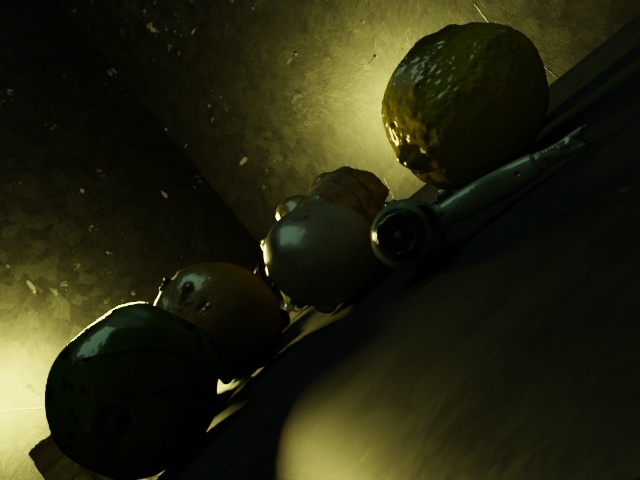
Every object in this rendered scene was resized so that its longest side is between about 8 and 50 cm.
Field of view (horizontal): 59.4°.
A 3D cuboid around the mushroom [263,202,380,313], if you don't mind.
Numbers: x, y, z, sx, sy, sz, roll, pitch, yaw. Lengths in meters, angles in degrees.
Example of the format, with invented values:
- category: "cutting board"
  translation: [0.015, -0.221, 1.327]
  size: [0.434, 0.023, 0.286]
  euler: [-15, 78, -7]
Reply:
- category: "mushroom"
  translation: [0.006, 0.041, 0.976]
  size: [0.204, 0.204, 0.204]
  euler: [-40, -1, 0]

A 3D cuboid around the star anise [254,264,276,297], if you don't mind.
- category: "star anise"
  translation: [-0.178, 0.203, 1.462]
  size: [0.272, 0.102, 0.272]
  euler: [-39, -43, -49]

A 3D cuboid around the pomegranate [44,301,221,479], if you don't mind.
- category: "pomegranate"
  translation: [-0.267, 0.214, 0.837]
  size: [0.254, 0.254, 0.270]
  euler: [-40, 2, 8]

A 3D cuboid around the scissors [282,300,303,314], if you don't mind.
- category: "scissors"
  translation: [-0.107, 0.212, 1.580]
  size: [0.022, 0.085, 0.176]
  euler: [18, 62, 46]

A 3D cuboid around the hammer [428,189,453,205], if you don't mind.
- category: "hammer"
  translation: [0.211, -0.041, 1.310]
  size: [0.246, 0.029, 0.103]
  euler: [-42, -1, 31]

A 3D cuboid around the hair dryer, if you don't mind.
- category: "hair dryer"
  translation: [0.183, -0.040, 0.711]
  size: [0.267, 0.092, 0.229]
  euler: [-26, -7, -2]

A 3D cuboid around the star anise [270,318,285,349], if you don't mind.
- category: "star anise"
  translation: [-0.178, 0.223, 1.252]
  size: [0.220, 0.126, 0.190]
  euler: [-37, 5, 38]

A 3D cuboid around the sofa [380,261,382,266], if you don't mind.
- category: "sofa"
  translation: [0.052, 0.072, 1.096]
  size: [0.147, 0.085, 0.060]
  euler: [-39, 41, 23]

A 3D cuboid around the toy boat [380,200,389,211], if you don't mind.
- category: "toy boat"
  translation: [0.147, -0.027, 1.618]
  size: [0.238, 0.109, 0.098]
  euler: [-43, 20, -12]

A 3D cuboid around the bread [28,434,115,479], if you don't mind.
- category: "bread"
  translation: [-0.493, 0.456, 1.252]
  size: [0.163, 0.168, 0.264]
  euler: [-38, -2, -6]

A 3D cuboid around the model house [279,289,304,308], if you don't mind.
- category: "model house"
  translation: [0.007, 0.083, 1.507]
  size: [0.194, 0.170, 0.211]
  euler: [-36, 25, -31]

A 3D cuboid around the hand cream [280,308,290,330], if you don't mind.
- category: "hand cream"
  translation: [-0.138, 0.238, 1.414]
  size: [0.086, 0.055, 0.235]
  euler: [-33, -13, -40]

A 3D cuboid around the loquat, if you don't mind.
- category: "loquat"
  translation: [-0.189, 0.155, 1.055]
  size: [0.244, 0.244, 0.244]
  euler: [-40, -1, 0]

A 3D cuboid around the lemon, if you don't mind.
- category: "lemon"
  translation: [0.245, -0.229, 0.938]
  size: [0.322, 0.268, 0.268]
  euler: [-53, 4, -20]

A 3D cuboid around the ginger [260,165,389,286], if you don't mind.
- category: "ginger"
  translation: [-0.023, -0.054, 1.198]
  size: [0.375, 0.236, 0.166]
  euler: [-24, -40, -43]
